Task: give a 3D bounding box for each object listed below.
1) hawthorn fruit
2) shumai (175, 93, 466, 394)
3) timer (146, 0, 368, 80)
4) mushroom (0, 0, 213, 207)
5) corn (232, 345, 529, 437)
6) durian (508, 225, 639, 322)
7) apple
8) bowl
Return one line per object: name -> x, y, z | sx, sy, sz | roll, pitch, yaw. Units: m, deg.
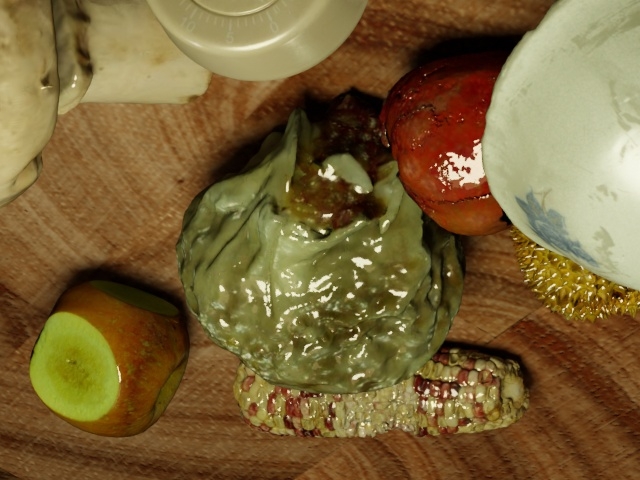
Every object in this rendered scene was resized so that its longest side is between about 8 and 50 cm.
hawthorn fruit -> 0.137, -0.085, 1.561 | 0.172, 0.148, 0.148 | -27, 127, 23
shumai -> 0.000, 0.001, 1.676 | 0.256, 0.189, 0.218 | 9, 144, 2
timer -> -0.072, -0.210, 1.350 | 0.175, 0.175, 0.266 | 7, 180, 13
mushroom -> -0.224, -0.158, 1.517 | 0.290, 0.292, 0.292 | 0, 146, -16
corn -> 0.056, 0.146, 1.908 | 0.290, 0.098, 0.098 | 1, 140, 19
durian -> 0.232, 0.001, 1.634 | 0.168, 0.137, 0.158 | 2, 146, 42
apple -> -0.211, 0.116, 1.919 | 0.147, 0.163, 0.146 | 26, 100, 7
bowl -> 0.283, -0.051, 1.407 | 0.313, 0.146, 0.313 | -8, 135, -8
